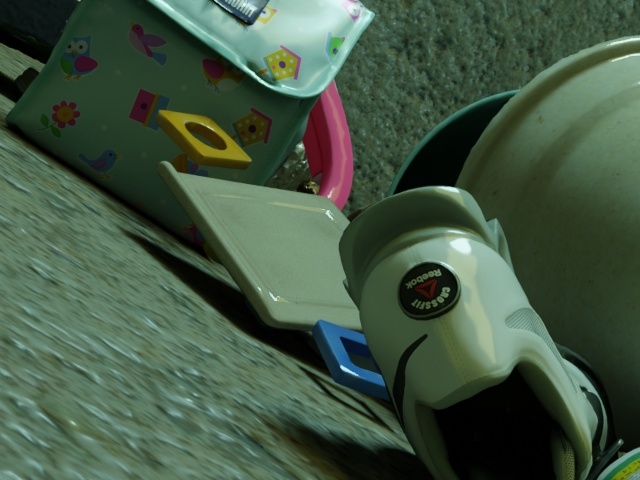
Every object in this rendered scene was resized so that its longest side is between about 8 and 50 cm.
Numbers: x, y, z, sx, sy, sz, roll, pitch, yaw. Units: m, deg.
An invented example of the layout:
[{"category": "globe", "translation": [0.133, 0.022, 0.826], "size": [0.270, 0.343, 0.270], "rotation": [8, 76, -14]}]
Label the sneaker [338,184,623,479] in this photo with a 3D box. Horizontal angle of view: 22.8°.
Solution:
[{"category": "sneaker", "translation": [0.109, 0.117, 0.935], "size": [0.330, 0.122, 0.146], "rotation": [49, 18, -50]}]

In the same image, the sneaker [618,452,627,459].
[{"category": "sneaker", "translation": [0.305, 0.158, 1.414], "size": [0.090, 0.145, 0.270], "rotation": [28, 20, -14]}]

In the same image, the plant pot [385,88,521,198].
[{"category": "plant pot", "translation": [0.174, 0.028, 1.413], "size": [0.293, 0.293, 0.235], "rotation": [33, -8, -3]}]

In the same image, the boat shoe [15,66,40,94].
[{"category": "boat shoe", "translation": [-0.245, -0.140, 1.619], "size": [0.170, 0.059, 0.063], "rotation": [36, 4, 33]}]

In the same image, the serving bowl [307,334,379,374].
[{"category": "serving bowl", "translation": [0.031, 0.089, 1.211], "size": [0.083, 0.027, 0.083], "rotation": [32, 3, -2]}]

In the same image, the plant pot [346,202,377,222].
[{"category": "plant pot", "translation": [0.098, 0.025, 1.760], "size": [0.167, 0.167, 0.165], "rotation": [35, 10, 23]}]

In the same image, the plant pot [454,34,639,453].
[{"category": "plant pot", "translation": [0.297, 0.045, 1.106], "size": [0.334, 0.334, 0.305], "rotation": [32, 1, -28]}]

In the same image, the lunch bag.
[{"category": "lunch bag", "translation": [-0.106, -0.152, 1.371], "size": [0.223, 0.262, 0.160], "rotation": [34, 3, -4]}]

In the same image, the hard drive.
[{"category": "hard drive", "translation": [-0.357, -0.257, 1.627], "size": [0.339, 0.064, 0.237], "rotation": [26, -3, -13]}]

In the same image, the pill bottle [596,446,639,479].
[{"category": "pill bottle", "translation": [0.209, 0.181, 0.811], "size": [0.117, 0.117, 0.208], "rotation": [33, 3, -8]}]

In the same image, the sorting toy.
[{"category": "sorting toy", "translation": [-0.021, 0.020, 1.194], "size": [0.196, 0.047, 0.347], "rotation": [13, 29, -42]}]

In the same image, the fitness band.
[{"category": "fitness band", "translation": [-0.077, -0.129, 1.565], "size": [0.209, 0.054, 0.291], "rotation": [-6, 72, -36]}]

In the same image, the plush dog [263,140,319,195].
[{"category": "plush dog", "translation": [-0.082, -0.115, 1.755], "size": [0.210, 0.262, 0.225], "rotation": [63, 18, 9]}]
